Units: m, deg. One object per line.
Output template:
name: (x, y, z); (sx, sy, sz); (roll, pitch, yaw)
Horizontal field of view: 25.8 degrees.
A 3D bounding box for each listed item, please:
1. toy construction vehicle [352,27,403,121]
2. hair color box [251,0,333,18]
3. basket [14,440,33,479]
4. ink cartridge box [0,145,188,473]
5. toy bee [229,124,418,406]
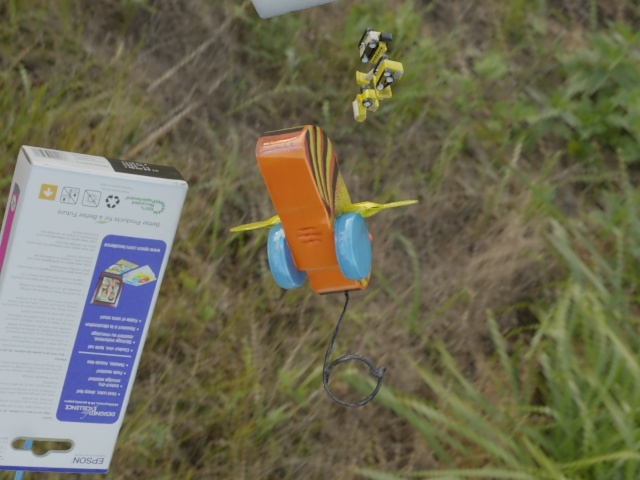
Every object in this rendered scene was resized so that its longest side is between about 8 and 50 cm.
toy construction vehicle: (0.063, -0.181, 1.522); (0.035, 0.098, 0.085); (4, 53, -19)
hair color box: (0.105, -0.276, 0.825); (0.375, 0.185, 0.113); (-11, 46, 18)
basket: (-0.472, 0.179, 1.686); (0.289, 0.201, 0.254); (17, 70, -1)
ink cartridge box: (-0.279, 0.084, 1.536); (0.176, 0.370, 0.069); (7, 19, -27)
toy bee: (0.000, 0.000, 1.493); (0.195, 0.298, 0.162); (11, 29, 8)
